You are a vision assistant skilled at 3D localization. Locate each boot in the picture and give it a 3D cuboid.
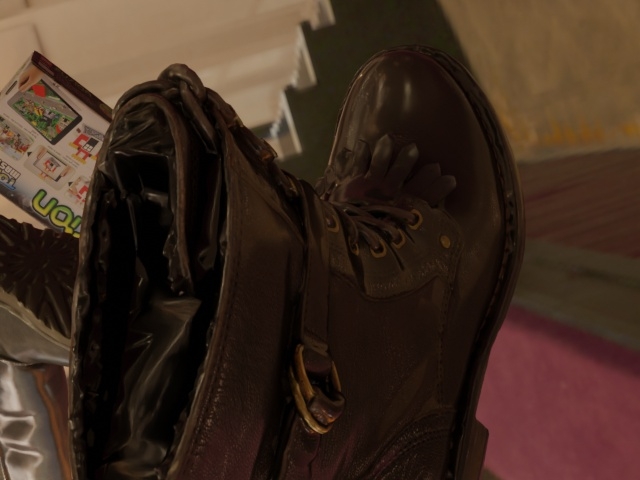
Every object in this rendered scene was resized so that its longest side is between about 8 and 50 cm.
[{"bbox_3d":[-0.157,0.089,0.713,0.189,0.076,0.208,24,131,21],"label":"boot"},{"bbox_3d":[0.000,0.000,0.445,0.229,0.091,0.263,42,-134,-57],"label":"boot"}]

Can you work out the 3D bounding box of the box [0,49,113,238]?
[{"bbox_3d":[-0.199,-0.055,1.064,0.207,0.114,0.036,39,-165,-21],"label":"box"}]
